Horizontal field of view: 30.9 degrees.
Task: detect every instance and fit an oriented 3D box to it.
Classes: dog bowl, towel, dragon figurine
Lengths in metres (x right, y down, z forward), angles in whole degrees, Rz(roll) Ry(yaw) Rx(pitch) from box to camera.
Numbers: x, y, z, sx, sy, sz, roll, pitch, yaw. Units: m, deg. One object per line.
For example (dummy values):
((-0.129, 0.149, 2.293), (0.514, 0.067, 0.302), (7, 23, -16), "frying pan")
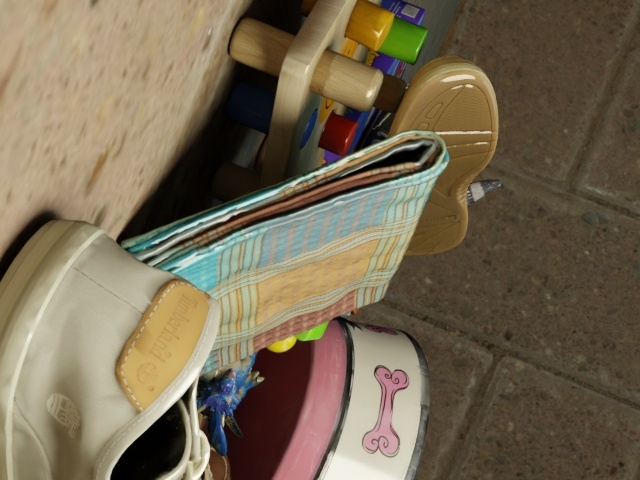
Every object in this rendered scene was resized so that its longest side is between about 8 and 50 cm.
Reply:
((-0.036, 0.272, 1.490), (0.408, 0.150, 0.408), (-50, -157, 30), "dog bowl")
((-0.034, 0.034, 1.015), (0.271, 0.040, 0.370), (-22, 162, -11), "towel")
((-0.127, 0.186, 1.308), (0.289, 0.085, 0.144), (108, 8, -55), "dragon figurine")

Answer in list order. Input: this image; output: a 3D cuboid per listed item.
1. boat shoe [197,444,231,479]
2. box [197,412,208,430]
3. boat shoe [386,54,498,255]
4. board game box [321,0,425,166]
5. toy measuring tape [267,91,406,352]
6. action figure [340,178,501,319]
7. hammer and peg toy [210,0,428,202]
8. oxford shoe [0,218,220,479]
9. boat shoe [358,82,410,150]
((-0.157, 0.283, 1.266), (0.324, 0.123, 0.117), (-52, 162, -76), "boat shoe")
((-0.123, 0.137, 1.499), (0.201, 0.021, 0.164), (105, 9, -49), "box")
((0.113, -0.097, 1.183), (0.302, 0.109, 0.098), (88, -5, -59), "boat shoe")
((0.025, -0.144, 1.491), (0.347, 0.078, 0.233), (-60, 171, -51), "board game box")
((-0.001, -0.030, 1.297), (0.121, 0.121, 0.330), (-37, 152, -79), "toy measuring tape")
((0.096, -0.004, 1.609), (0.330, 0.178, 0.341), (-49, -162, 3), "action figure")
((-0.002, -0.115, 1.081), (0.361, 0.127, 0.266), (106, 9, -53), "hammer and peg toy")
((-0.145, 0.152, 0.795), (0.449, 0.130, 0.169), (107, 6, -55), "oxford shoe")
((0.083, -0.097, 1.419), (0.070, 0.077, 0.219), (79, 36, -82), "boat shoe")
